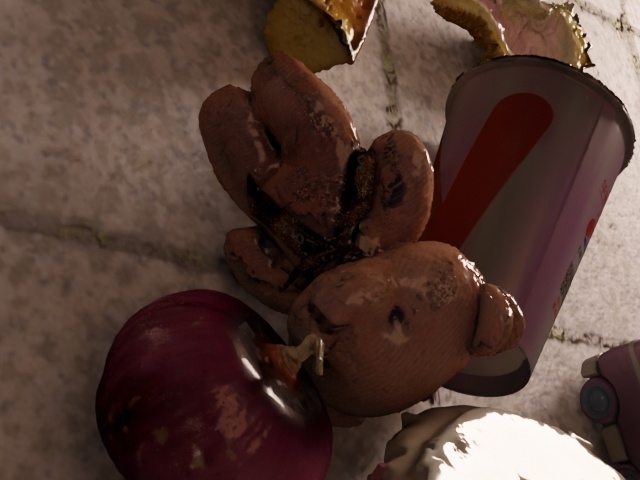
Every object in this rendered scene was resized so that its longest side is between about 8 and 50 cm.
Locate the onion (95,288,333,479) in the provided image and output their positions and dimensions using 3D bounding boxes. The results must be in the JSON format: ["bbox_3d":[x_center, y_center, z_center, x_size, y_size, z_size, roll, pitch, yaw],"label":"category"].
[{"bbox_3d":[-0.069,0.115,0.726,0.177,0.177,0.153,43,80,-17],"label":"onion"}]

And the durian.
[{"bbox_3d":[0.209,-0.231,1.216,0.224,0.078,0.140,17,70,-23],"label":"durian"}]

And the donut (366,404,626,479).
[{"bbox_3d":[0.176,0.293,0.790,0.383,0.142,0.382,29,25,-15],"label":"donut"}]

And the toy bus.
[{"bbox_3d":[0.374,0.198,1.087,0.142,0.142,0.202,0,69,-42],"label":"toy bus"}]

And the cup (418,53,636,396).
[{"bbox_3d":[0.169,-0.009,0.996,0.203,0.203,0.288,39,54,-21],"label":"cup"}]

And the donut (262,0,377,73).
[{"bbox_3d":[-0.035,-0.285,1.002,0.259,0.101,0.152,50,44,-9],"label":"donut"}]

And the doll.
[{"bbox_3d":[0.000,0.000,0.814,0.303,0.201,0.156,56,23,2],"label":"doll"}]
